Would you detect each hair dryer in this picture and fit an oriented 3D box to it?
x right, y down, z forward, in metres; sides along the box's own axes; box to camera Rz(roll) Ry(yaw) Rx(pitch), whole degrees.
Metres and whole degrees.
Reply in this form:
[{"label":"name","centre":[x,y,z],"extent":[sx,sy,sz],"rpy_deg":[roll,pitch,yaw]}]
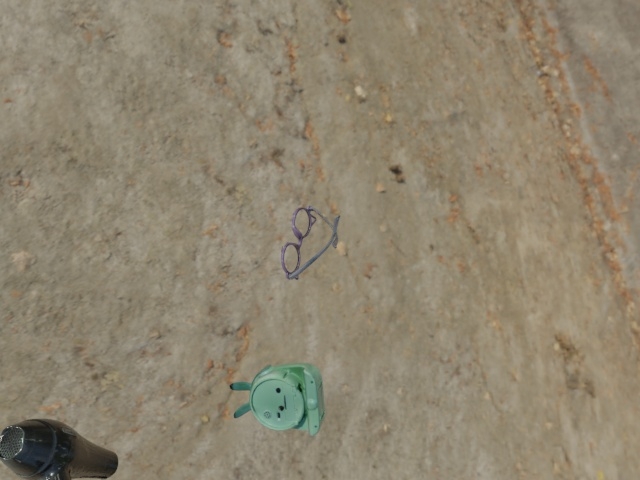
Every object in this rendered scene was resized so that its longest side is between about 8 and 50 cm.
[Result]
[{"label":"hair dryer","centre":[-0.356,0.394,0.929],"extent":[0.271,0.091,0.235],"rpy_deg":[53,0,35]}]

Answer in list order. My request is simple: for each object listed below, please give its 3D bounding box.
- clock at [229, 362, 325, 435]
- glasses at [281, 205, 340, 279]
[{"label":"clock","centre":[-0.062,0.232,0.917],"extent":[0.041,0.135,0.101],"rpy_deg":[-38,123,-72]},{"label":"glasses","centre":[0.000,0.000,1.045],"extent":[0.062,0.104,0.139],"rpy_deg":[45,52,-48]}]
